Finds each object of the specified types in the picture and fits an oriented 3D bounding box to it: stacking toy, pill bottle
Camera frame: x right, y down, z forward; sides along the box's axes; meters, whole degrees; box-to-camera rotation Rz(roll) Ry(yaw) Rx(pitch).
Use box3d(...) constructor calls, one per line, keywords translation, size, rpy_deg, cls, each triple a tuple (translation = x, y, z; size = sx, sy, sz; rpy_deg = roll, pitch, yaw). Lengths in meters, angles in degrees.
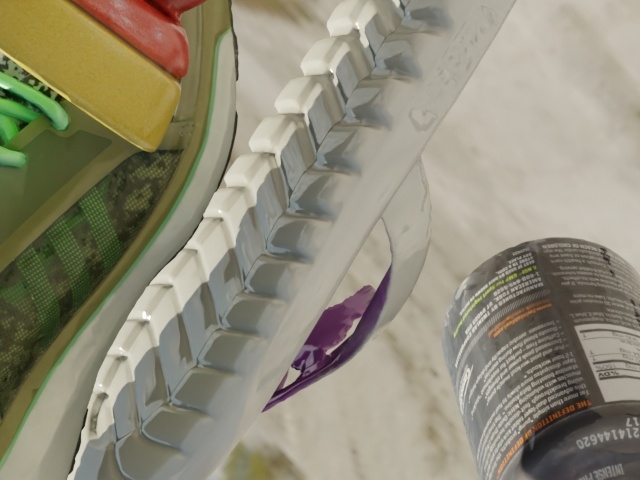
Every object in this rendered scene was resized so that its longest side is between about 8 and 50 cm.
box3d(translation=(-0.164, -0.186, 0.820), size=(0.309, 0.130, 0.279), rpy_deg=(36, -178, -12), cls="stacking toy")
box3d(translation=(0.148, 0.113, 1.056), size=(0.130, 0.130, 0.245), rpy_deg=(47, -164, -29), cls="pill bottle")

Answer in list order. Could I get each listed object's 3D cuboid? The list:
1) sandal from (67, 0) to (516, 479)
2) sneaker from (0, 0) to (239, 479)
box3d(translation=(0.005, 0.005, 1.033), size=(0.102, 0.416, 0.169), rpy_deg=(32, -175, -25), cls="sandal")
box3d(translation=(-0.179, -0.014, 0.978), size=(0.158, 0.410, 0.182), rpy_deg=(19, 177, 40), cls="sneaker")
